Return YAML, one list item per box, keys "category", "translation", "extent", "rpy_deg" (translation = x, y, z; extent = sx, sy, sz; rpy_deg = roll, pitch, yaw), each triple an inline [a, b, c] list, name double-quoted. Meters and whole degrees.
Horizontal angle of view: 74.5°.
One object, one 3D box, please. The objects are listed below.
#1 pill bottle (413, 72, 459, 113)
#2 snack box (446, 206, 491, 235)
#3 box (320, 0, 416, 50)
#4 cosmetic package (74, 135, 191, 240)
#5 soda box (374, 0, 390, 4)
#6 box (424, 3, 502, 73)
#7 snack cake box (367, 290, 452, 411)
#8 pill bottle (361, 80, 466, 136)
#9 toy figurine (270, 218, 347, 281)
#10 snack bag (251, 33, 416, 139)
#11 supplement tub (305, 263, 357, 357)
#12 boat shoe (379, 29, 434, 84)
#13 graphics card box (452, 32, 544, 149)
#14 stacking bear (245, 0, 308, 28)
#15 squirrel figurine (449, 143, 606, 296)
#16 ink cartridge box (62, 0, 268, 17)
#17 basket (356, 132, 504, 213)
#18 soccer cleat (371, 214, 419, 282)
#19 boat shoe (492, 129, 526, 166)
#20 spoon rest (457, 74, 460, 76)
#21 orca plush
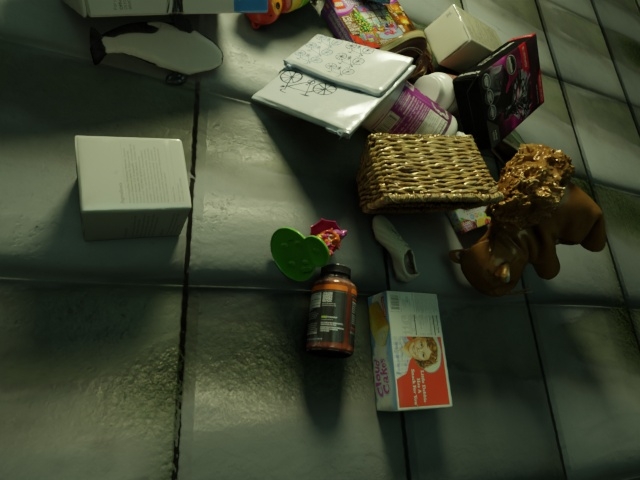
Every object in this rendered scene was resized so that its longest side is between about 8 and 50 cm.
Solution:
- category: "pill bottle"
  translation: [0.378, -0.454, 1.307]
  extent: [0.216, 0.121, 0.121]
  rpy_deg: [-14, 77, -46]
- category: "snack box"
  translation: [0.451, -0.081, 1.274]
  extent: [0.141, 0.037, 0.100]
  rpy_deg: [-18, 79, -32]
- category: "box"
  translation: [0.169, -0.694, 1.361]
  extent: [0.293, 0.057, 0.200]
  rpy_deg: [-26, 82, -31]
- category: "cosmetic package"
  translation: [-0.362, -0.097, 0.812]
  extent: [0.184, 0.151, 0.151]
  rpy_deg: [-4, 72, -29]
- category: "soda box"
  translation: [0.124, -0.806, 1.318]
  extent: [0.210, 0.067, 0.071]
  rpy_deg: [12, 46, -1]
- category: "box"
  translation: [0.503, -0.660, 1.431]
  extent: [0.311, 0.121, 0.147]
  rpy_deg: [-5, 72, -44]
- category: "snack cake box"
  translation: [0.207, 0.258, 0.993]
  extent: [0.152, 0.089, 0.264]
  rpy_deg: [8, 68, -26]
- category: "pill bottle"
  translation: [0.278, -0.321, 1.205]
  extent: [0.302, 0.169, 0.169]
  rpy_deg: [31, 60, -13]
- category: "toy figurine"
  translation: [0.000, 0.000, 0.962]
  extent: [0.159, 0.173, 0.130]
  rpy_deg: [-31, 105, -44]
- category: "snack bag"
  translation: [0.028, -0.419, 1.100]
  extent: [0.323, 0.037, 0.342]
  rpy_deg: [28, 61, 23]
- category: "supplement tub"
  translation: [0.028, 0.154, 0.935]
  extent: [0.106, 0.106, 0.197]
  rpy_deg: [16, 65, -20]
- category: "boat shoe"
  translation: [0.279, -0.538, 1.277]
  extent: [0.342, 0.123, 0.123]
  rpy_deg: [-28, 100, -63]
- category: "graphics card box"
  translation: [0.568, -0.467, 1.318]
  extent: [0.371, 0.094, 0.232]
  rpy_deg: [-38, 120, -27]
- category: "stacking bear"
  translation: [-0.102, -0.714, 1.178]
  extent: [0.164, 0.175, 0.289]
  rpy_deg: [32, 68, 25]
- category: "squirrel figurine"
  translation: [0.522, -0.045, 1.131]
  extent: [0.371, 0.281, 0.396]
  rpy_deg: [-33, 127, -14]
- category: "ink cartridge box"
  translation: [-0.356, -0.606, 0.929]
  extent: [0.395, 0.166, 0.285]
  rpy_deg: [-21, 42, -31]
- category: "basket"
  translation: [0.253, -0.121, 1.063]
  extent: [0.300, 0.213, 0.222]
  rpy_deg: [-2, 55, -12]
- category: "soccer cleat"
  translation: [0.198, 0.015, 1.090]
  extent: [0.068, 0.076, 0.196]
  rpy_deg: [-19, 79, -31]
- category: "boat shoe"
  translation: [0.667, -0.269, 1.419]
  extent: [0.098, 0.109, 0.302]
  rpy_deg: [-37, 84, -27]
- category: "spoon rest"
  translation: [0.560, -0.475, 1.442]
  extent: [0.276, 0.137, 0.084]
  rpy_deg: [27, 85, -28]
- category: "orca plush"
  translation: [-0.386, -0.450, 0.998]
  extent: [0.287, 0.102, 0.151]
  rpy_deg: [-20, 125, -21]
